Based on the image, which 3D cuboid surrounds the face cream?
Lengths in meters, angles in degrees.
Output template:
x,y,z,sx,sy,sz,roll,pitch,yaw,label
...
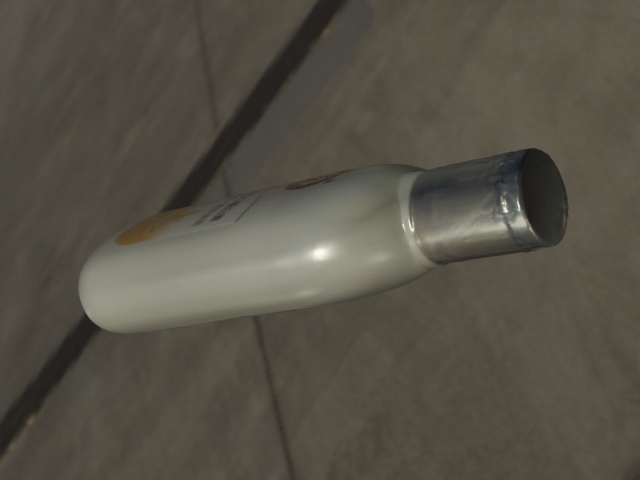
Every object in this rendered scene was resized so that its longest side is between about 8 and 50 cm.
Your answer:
x,y,z,sx,sy,sz,roll,pitch,yaw,label
0.000,0.000,0.835,0.291,0.071,0.144,-10,10,38,face cream
